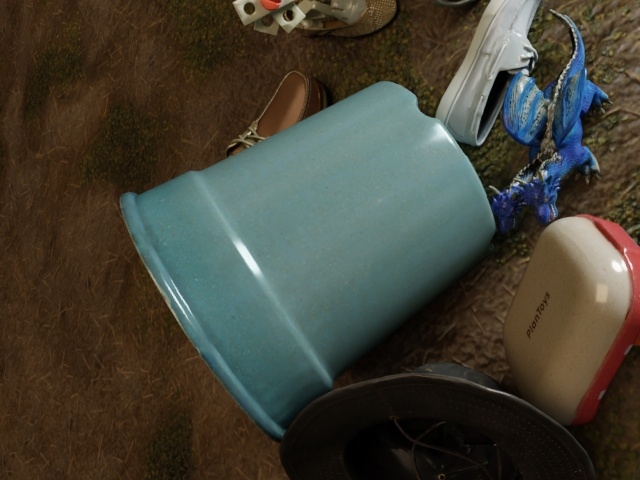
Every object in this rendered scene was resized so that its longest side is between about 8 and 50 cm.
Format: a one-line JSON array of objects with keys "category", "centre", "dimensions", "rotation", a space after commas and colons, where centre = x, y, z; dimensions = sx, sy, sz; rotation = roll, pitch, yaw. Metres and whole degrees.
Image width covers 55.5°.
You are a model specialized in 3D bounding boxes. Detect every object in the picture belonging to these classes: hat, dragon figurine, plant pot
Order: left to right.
[{"category": "plant pot", "centre": [0.000, 0.000, 0.736], "dimensions": [0.334, 0.341, 0.341], "rotation": [-34, 59, -6]}, {"category": "hat", "centre": [0.124, 0.221, 0.684], "dimensions": [0.331, 0.331, 0.134], "rotation": [-32, 23, 32]}, {"category": "dragon figurine", "centre": [0.264, -0.144, 0.690], "dimensions": [0.085, 0.144, 0.288], "rotation": [8, 90, 40]}]

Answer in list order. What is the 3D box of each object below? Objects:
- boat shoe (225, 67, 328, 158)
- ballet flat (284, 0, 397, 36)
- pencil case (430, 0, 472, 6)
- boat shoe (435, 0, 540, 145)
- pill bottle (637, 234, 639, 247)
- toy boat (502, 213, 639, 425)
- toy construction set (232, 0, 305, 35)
[{"category": "boat shoe", "centre": [-0.092, -0.124, 0.999], "dimensions": [0.123, 0.120, 0.323], "rotation": [31, 104, 38]}, {"category": "ballet flat", "centre": [0.023, -0.363, 0.969], "dimensions": [0.206, 0.067, 0.073], "rotation": [5, 90, 40]}, {"category": "pencil case", "centre": [0.125, -0.506, 0.830], "dimensions": [0.160, 0.184, 0.410], "rotation": [-40, 62, 28]}, {"category": "boat shoe", "centre": [0.234, -0.227, 0.778], "dimensions": [0.081, 0.079, 0.227], "rotation": [38, 114, 29]}, {"category": "pill bottle", "centre": [0.423, -0.029, 0.558], "dimensions": [0.219, 0.123, 0.122], "rotation": [-47, 58, 25]}, {"category": "toy boat", "centre": [0.295, 0.091, 0.644], "dimensions": [0.151, 0.151, 0.231], "rotation": [-99, 16, -56]}, {"category": "toy construction set", "centre": [-0.044, -0.435, 0.914], "dimensions": [0.215, 0.151, 0.327], "rotation": [-8, 40, 2]}]
